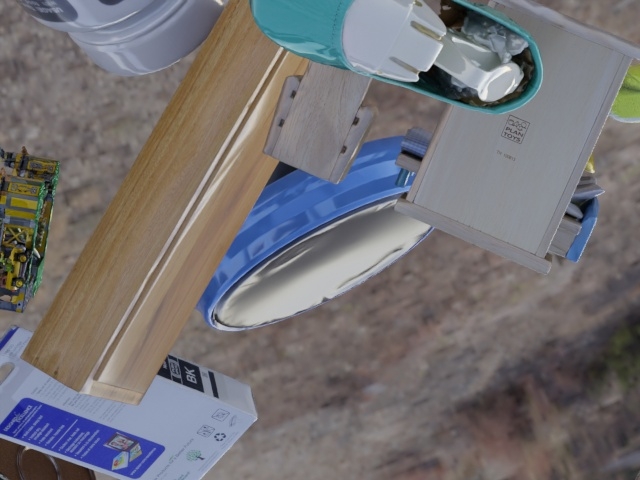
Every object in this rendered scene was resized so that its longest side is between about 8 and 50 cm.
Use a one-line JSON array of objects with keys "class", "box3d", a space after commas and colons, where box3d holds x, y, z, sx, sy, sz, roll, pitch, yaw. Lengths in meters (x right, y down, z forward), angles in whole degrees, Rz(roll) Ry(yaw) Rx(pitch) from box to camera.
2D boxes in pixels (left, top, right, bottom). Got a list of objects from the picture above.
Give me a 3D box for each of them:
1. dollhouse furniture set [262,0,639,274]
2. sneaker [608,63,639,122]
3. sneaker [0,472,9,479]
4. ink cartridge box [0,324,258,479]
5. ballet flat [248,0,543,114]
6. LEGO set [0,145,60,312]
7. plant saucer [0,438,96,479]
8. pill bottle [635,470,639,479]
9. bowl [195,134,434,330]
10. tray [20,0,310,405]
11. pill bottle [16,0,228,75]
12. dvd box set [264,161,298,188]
[{"class": "dollhouse furniture set", "box3d": [0.138, -0.125, 1.297, 0.303, 0.286, 0.198, -38, 151, -78]}, {"class": "sneaker", "box3d": [0.476, -0.203, 1.817, 0.240, 0.091, 0.126, -2, -169, 15]}, {"class": "sneaker", "box3d": [-0.318, 0.193, 1.167, 0.134, 0.146, 0.343, -42, 116, 10]}, {"class": "ink cartridge box", "box3d": [-0.251, 0.184, 1.645, 0.332, 0.065, 0.165, 26, 119, -33]}, {"class": "ballet flat", "box3d": [0.066, -0.135, 0.938, 0.247, 0.087, 0.083, 9, 112, -46]}, {"class": "LEGO set", "box3d": [-0.504, -0.020, 2.104, 0.192, 0.331, 0.255, 10, 108, -7]}, {"class": "plant saucer", "box3d": [-0.409, 0.332, 2.016, 0.050, 0.311, 0.310, -31, 151, 23]}, {"class": "pill bottle", "box3d": [0.312, 0.215, 1.140, 0.130, 0.130, 0.245, -31, 174, 18]}, {"class": "bowl", "box3d": [0.000, 0.000, 1.912, 0.391, 0.077, 0.391, -26, 164, -8]}, {"class": "tray", "box3d": [-0.127, -0.038, 1.405, 0.411, 0.076, 0.203, -59, 168, -4]}, {"class": "pill bottle", "box3d": [-0.239, -0.323, 1.322, 0.204, 0.204, 0.361, -27, 141, 10]}, {"class": "dvd box set", "box3d": [-0.031, -0.136, 2.501, 0.308, 0.062, 0.420, -64, 176, 15]}]
